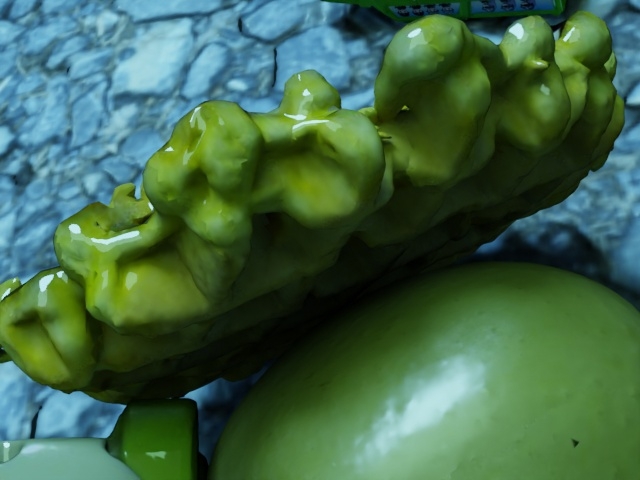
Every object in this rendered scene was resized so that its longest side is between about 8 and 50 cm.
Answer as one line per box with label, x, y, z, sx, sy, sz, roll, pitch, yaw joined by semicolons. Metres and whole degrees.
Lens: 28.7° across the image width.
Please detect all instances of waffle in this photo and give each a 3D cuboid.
waffle;-0.003;-0.001;0.535;0.329;0.329;0.062;-26;81;3

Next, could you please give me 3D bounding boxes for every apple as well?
apple;0.058;0.102;0.495;0.200;0.200;0.200;-11;53;15

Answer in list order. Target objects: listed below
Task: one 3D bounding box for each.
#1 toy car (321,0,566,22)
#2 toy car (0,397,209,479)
toy car;0.076;-0.172;0.763;0.165;0.062;0.071;1;56;23
toy car;-0.116;0.183;0.504;0.145;0.235;0.235;-1;53;-5
